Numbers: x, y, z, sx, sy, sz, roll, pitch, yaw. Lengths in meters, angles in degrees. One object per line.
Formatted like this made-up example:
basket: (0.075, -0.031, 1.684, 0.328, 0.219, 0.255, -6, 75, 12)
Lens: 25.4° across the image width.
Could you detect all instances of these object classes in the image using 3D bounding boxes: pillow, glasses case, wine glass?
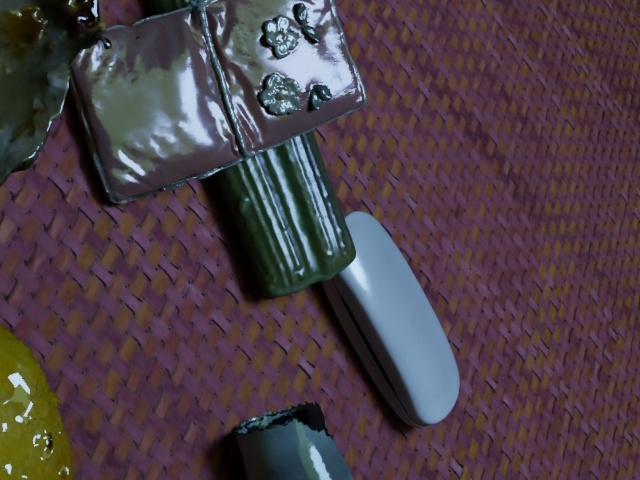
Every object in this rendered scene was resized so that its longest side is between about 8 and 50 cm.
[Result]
pillow: (-0.076, -0.117, 1.049, 0.232, 0.043, 0.126, -24, 96, -29)
glasses case: (0.058, 0.067, 1.189, 0.076, 0.049, 0.197, -46, 113, -44)
wine glass: (-0.002, 0.218, 1.032, 0.079, 0.079, 0.195, -22, 94, -53)

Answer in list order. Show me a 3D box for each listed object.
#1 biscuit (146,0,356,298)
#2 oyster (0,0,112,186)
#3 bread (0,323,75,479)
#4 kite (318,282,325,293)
biscuit: (-0.060, -0.116, 1.104, 0.099, 0.038, 0.322, -21, 92, -32)
oyster: (-0.280, -0.168, 0.794, 0.337, 0.133, 0.197, 46, 47, -27)
bread: (-0.236, 0.129, 0.722, 0.240, 0.139, 0.240, 23, 59, -45)
kite: (0.000, 0.000, 1.180, 0.122, 0.004, 0.090, 2, 80, -55)
